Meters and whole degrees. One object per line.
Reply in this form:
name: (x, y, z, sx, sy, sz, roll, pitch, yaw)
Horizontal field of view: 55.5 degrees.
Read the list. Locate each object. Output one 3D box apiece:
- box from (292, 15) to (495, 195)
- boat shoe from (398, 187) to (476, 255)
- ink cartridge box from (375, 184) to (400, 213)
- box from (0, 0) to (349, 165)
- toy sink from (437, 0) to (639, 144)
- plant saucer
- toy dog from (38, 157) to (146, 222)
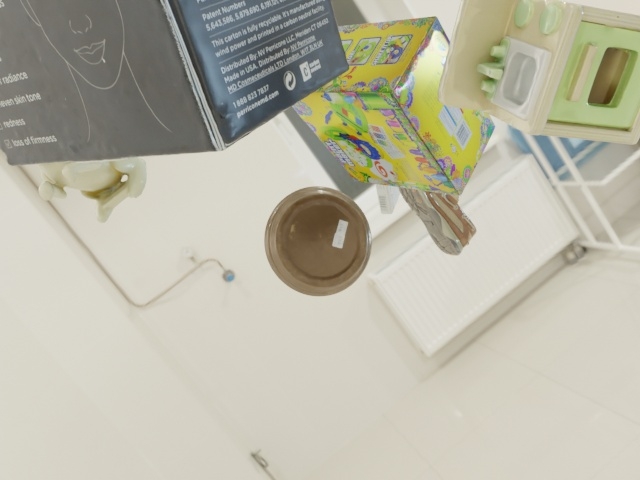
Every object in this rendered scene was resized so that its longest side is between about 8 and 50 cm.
box: (0.134, -0.252, 1.179, 0.279, 0.290, 0.177, 14, 67, 43)
boat shoe: (0.313, -0.111, 1.651, 0.116, 0.324, 0.123, -38, 19, -10)
ink cartridge box: (0.212, -0.223, 1.832, 0.045, 0.206, 0.208, 6, 45, 24)
box: (-0.281, -0.373, 0.790, 0.480, 0.471, 0.297, 3, 33, 37)
toy sink: (0.291, -0.215, 0.753, 0.234, 0.152, 0.131, 3, 26, -18)
plant saucer: (0.000, 0.000, 1.510, 0.278, 0.277, 0.041, -39, 5, -14)
toy dog: (-0.813, -0.307, 2.020, 0.285, 0.408, 0.395, -20, 57, 36)
